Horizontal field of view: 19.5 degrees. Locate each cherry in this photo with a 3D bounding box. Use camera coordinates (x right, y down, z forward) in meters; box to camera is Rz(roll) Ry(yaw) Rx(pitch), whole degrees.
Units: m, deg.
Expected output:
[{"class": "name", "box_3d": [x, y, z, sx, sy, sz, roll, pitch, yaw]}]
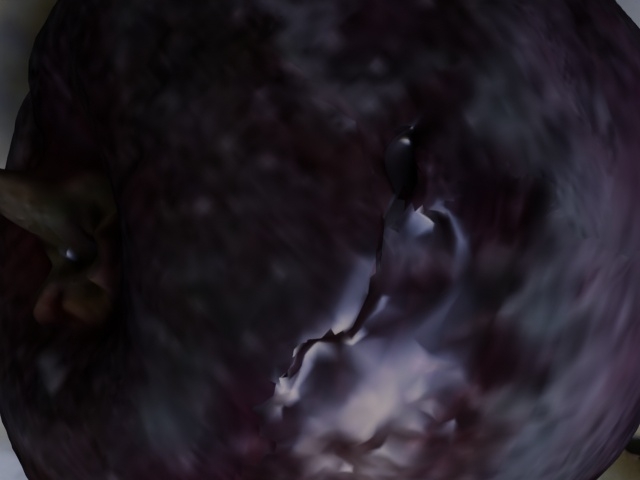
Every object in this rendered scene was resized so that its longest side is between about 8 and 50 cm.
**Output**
[{"class": "cherry", "box_3d": [0.008, -0.002, 0.478, 0.195, 0.195, 0.195, -9, 140, -8]}]

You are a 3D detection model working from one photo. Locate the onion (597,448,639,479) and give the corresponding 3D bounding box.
[{"class": "onion", "box_3d": [0.081, 0.155, 0.720, 0.206, 0.151, 0.098, 32, 138, -23]}]
